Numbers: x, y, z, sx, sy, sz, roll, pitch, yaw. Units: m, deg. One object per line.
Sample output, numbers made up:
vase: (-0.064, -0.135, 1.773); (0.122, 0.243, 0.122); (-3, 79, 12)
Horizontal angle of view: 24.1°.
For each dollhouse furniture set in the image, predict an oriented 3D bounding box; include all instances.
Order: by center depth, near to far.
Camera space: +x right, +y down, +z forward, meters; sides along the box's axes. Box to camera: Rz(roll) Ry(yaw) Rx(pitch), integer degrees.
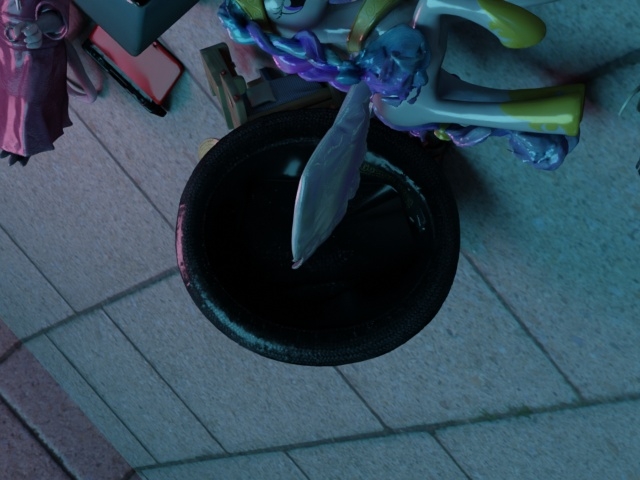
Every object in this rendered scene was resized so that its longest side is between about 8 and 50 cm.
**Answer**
dollhouse furniture set: (-0.063, -0.199, 1.853); (0.129, 0.129, 0.184); (77, 169, -45)

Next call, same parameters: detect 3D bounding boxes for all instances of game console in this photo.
game console: (-0.259, -0.256, 2.132); (0.144, 0.085, 0.124); (44, -176, 5)

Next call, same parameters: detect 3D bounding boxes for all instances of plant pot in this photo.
plant pot: (-0.224, -0.335, 1.818); (0.165, 0.165, 0.234); (43, 161, 5)

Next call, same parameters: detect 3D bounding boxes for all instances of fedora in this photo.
fedora: (0.000, 0.000, 1.791); (0.334, 0.334, 0.152); (42, 180, 7)

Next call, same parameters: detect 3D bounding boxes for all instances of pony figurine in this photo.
pony figurine: (0.081, -0.163, 1.499); (0.363, 0.303, 0.351); (5, 142, 10)

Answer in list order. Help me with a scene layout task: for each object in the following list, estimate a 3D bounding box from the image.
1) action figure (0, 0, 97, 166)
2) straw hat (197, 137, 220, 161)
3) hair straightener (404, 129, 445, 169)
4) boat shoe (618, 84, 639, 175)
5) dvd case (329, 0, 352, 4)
action figure: (-0.399, -0.300, 2.121); (0.248, 0.275, 0.370); (32, 129, 27)
straw hat: (-0.147, -0.075, 2.170); (0.144, 0.061, 0.144); (35, 151, 23)
hair straightener: (0.108, -0.073, 1.824); (0.089, 0.047, 0.230); (31, 149, 27)
boat shoe: (0.334, -0.141, 1.359); (0.079, 0.095, 0.254); (36, 150, 15)
dvd case: (0.066, -0.296, 1.606); (0.180, 0.022, 0.253); (42, 153, 9)
